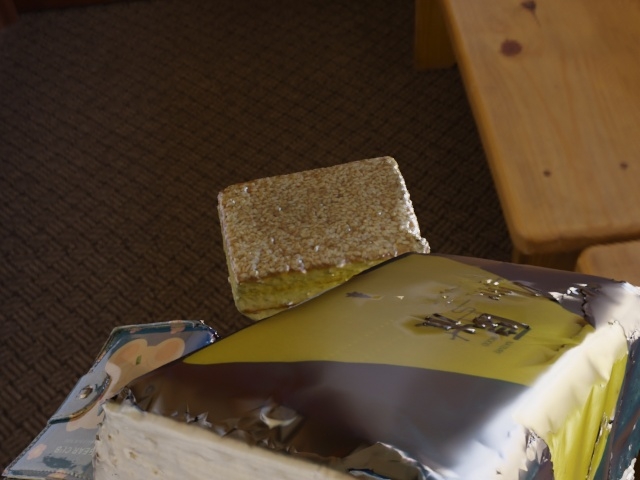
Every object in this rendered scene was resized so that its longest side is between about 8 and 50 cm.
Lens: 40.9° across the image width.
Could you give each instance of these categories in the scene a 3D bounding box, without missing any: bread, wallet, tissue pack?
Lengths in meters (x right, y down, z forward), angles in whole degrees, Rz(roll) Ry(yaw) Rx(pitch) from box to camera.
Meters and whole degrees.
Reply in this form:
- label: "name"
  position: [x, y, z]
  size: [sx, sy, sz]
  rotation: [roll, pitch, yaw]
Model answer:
- label: "bread"
  position: [0.000, 0.000, 1.037]
  size: [0.234, 0.111, 0.184]
  rotation: [-9, 43, -7]
- label: "wallet"
  position: [-0.188, 0.161, 0.804]
  size: [0.141, 0.059, 0.202]
  rotation: [-6, 36, 33]
- label: "tissue pack"
  position: [0.075, 0.172, 0.655]
  size: [0.264, 0.253, 0.416]
  rotation: [12, 18, 34]
